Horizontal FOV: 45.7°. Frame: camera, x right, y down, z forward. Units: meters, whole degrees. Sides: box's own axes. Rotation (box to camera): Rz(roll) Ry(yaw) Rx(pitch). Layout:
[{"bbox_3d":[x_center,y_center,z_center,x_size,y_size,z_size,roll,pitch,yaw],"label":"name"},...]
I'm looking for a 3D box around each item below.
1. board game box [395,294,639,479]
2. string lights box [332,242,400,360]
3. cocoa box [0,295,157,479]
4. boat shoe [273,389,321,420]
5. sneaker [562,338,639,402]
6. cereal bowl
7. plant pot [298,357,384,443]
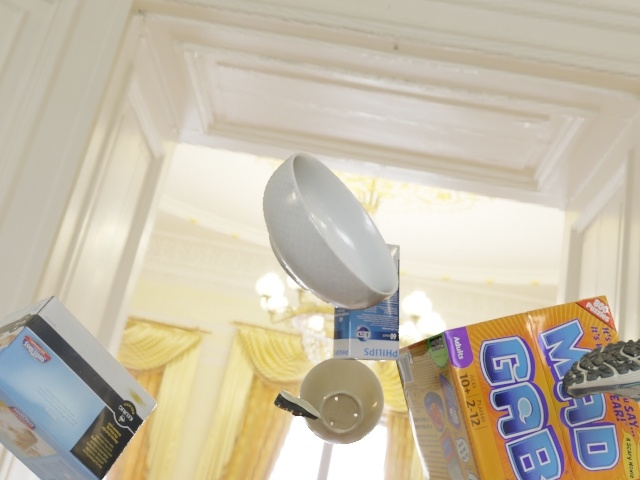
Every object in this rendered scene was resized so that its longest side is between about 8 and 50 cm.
[{"bbox_3d":[0.405,0.348,1.592,0.356,0.356,0.356,-10,-12,-13],"label":"board game box"},{"bbox_3d":[0.104,0.135,1.685,0.133,0.260,0.076,8,-12,-28],"label":"string lights box"},{"bbox_3d":[-0.585,0.337,1.649,0.231,0.228,0.347,-19,-63,40],"label":"cocoa box"},{"bbox_3d":[-0.057,0.418,1.894,0.133,0.042,0.049,32,7,-24],"label":"boat shoe"},{"bbox_3d":[0.507,0.212,1.121,0.283,0.122,0.110,-15,10,20],"label":"sneaker"},{"bbox_3d":[0.000,0.000,1.494,0.141,0.339,0.339,-35,-41,18],"label":"cereal bowl"},{"bbox_3d":[0.066,0.526,2.408,0.284,0.284,0.191,12,1,1],"label":"plant pot"}]
